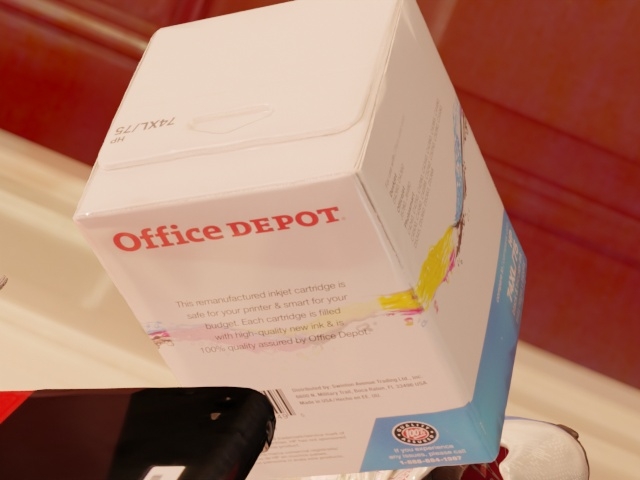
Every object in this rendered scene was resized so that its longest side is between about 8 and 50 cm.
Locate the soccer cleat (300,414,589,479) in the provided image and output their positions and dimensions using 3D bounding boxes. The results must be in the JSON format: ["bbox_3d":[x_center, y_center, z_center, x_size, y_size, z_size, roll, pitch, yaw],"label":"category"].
[{"bbox_3d":[0.082,0.208,1.487,0.143,0.331,0.116,-8,-91,-49],"label":"soccer cleat"}]

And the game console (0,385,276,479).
[{"bbox_3d":[-0.220,0.156,0.813,0.386,0.342,0.060,-55,-37,-74],"label":"game console"}]

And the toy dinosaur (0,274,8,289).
[{"bbox_3d":[-0.289,0.054,1.279,0.090,0.047,0.082,-55,-34,-20],"label":"toy dinosaur"}]

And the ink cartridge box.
[{"bbox_3d":[0.000,0.000,1.110,0.197,0.198,0.270,-74,-33,-43],"label":"ink cartridge box"}]
